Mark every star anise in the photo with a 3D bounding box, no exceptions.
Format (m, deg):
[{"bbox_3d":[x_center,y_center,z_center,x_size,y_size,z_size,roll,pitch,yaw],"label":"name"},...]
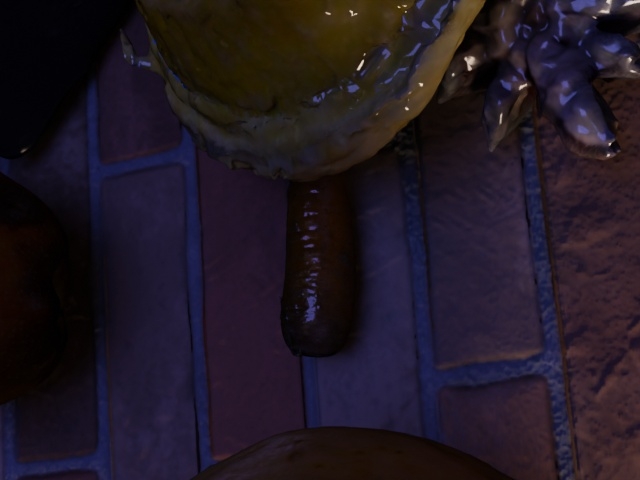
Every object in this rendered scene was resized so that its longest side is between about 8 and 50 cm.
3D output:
[{"bbox_3d":[0.164,-0.155,0.992,0.229,0.093,0.236,-22,69,23],"label":"star anise"}]

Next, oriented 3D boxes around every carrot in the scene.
[{"bbox_3d":[0.000,0.000,1.068,0.060,0.060,0.186,-5,75,27],"label":"carrot"}]

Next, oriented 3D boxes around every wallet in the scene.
[{"bbox_3d":[-0.242,-0.257,1.178,0.378,0.197,0.051,-57,29,8],"label":"wallet"}]

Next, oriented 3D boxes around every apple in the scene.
[{"bbox_3d":[-0.310,0.038,1.142,0.230,0.230,0.230,-6,78,27],"label":"apple"}]

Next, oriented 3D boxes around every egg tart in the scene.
[{"bbox_3d":[-0.020,-0.233,1.016,0.387,0.169,0.388,-21,59,39],"label":"egg tart"}]

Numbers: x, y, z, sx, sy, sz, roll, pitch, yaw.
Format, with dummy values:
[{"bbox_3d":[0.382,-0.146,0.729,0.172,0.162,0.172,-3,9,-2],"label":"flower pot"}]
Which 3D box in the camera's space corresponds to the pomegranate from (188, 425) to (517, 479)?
[{"bbox_3d":[-0.012,0.295,0.837,0.410,0.410,0.410,-6,78,27],"label":"pomegranate"}]
